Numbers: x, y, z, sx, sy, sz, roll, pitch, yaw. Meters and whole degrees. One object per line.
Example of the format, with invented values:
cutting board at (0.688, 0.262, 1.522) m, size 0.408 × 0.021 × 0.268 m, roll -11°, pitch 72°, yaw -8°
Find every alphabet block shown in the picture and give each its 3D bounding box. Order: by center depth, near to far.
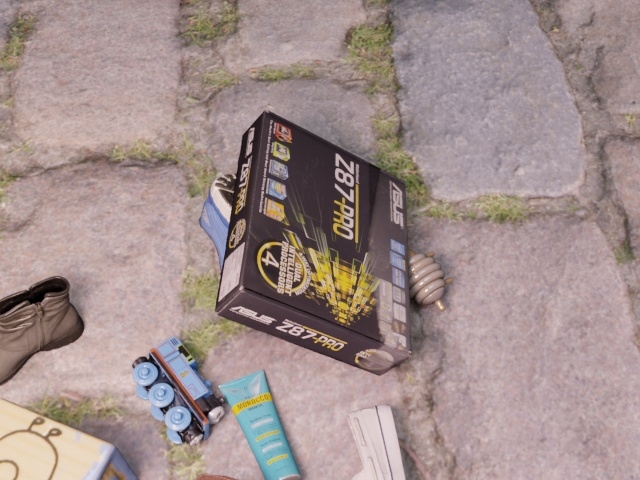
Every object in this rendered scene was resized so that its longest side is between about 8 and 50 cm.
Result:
alphabet block at (-0.411, 0.376, 1.190) m, size 0.197 × 0.193 × 0.192 m, roll 18°, pitch 58°, yaw 11°

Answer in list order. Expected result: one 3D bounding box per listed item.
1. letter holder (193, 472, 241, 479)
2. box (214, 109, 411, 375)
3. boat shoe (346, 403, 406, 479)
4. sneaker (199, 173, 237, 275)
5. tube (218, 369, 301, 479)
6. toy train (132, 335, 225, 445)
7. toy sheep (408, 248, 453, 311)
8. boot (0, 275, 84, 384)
letter holder at (-0.044, 0.433, 1.134) m, size 0.302 × 0.152 × 0.214 m, roll 17°, pitch 29°, yaw 13°
box at (0.000, 0.000, 1.378) m, size 0.318 × 0.097 × 0.394 m, roll 26°, pitch 46°, yaw -24°
boat shoe at (0.089, 0.380, 1.257) m, size 0.084 × 0.095 × 0.258 m, roll -8°, pitch 47°, yaw 0°
sneaker at (-0.093, 0.038, 1.457) m, size 0.330 × 0.147 × 0.130 m, roll 49°, pitch 42°, yaw 8°
tube at (-0.094, 0.308, 1.323) m, size 0.080 × 0.052 × 0.207 m, roll -15°, pitch 52°, yaw -20°
toy train at (-0.234, 0.250, 1.339) m, size 0.105 × 0.080 × 0.184 m, roll -31°, pitch 62°, yaw -25°
toy sheep at (0.185, 0.070, 1.451) m, size 0.091 × 0.091 × 0.132 m, roll -30°, pitch 68°, yaw -18°
boot at (-0.523, 0.150, 1.350) m, size 0.247 × 0.161 × 0.083 m, roll -30°, pitch 62°, yaw -18°
